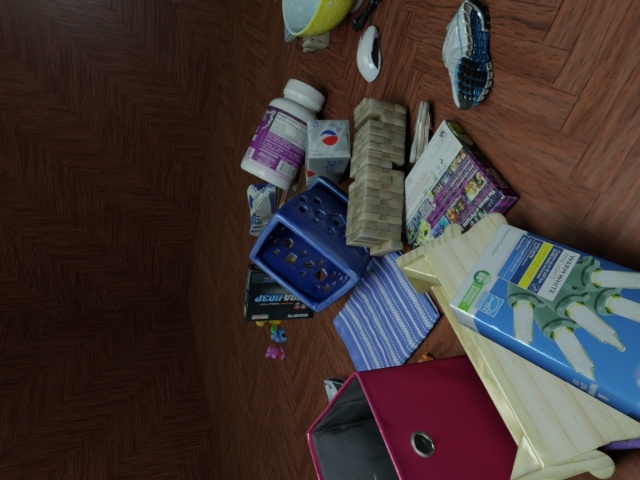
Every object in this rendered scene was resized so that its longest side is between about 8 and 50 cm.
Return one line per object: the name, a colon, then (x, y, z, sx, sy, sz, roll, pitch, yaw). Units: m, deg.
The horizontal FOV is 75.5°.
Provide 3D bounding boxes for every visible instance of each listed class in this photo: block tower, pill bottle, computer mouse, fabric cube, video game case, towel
block tower: (0.119, -0.141, 0.886, 0.091, 0.097, 0.335, 149, 126, -67)
pill bottle: (-0.106, -0.320, 1.253, 0.301, 0.169, 0.169, -63, 31, 4)
computer mouse: (0.113, -0.489, 1.020, 0.106, 0.042, 0.193, -16, 76, 61)
fabric cube: (0.164, 0.370, 0.686, 0.259, 0.258, 0.254, -65, 35, 41)
video game case: (0.232, -0.071, 0.785, 0.232, 0.042, 0.210, 117, 144, -42)
towel: (0.136, 0.187, 0.981, 0.243, 0.040, 0.336, 64, 143, 40)

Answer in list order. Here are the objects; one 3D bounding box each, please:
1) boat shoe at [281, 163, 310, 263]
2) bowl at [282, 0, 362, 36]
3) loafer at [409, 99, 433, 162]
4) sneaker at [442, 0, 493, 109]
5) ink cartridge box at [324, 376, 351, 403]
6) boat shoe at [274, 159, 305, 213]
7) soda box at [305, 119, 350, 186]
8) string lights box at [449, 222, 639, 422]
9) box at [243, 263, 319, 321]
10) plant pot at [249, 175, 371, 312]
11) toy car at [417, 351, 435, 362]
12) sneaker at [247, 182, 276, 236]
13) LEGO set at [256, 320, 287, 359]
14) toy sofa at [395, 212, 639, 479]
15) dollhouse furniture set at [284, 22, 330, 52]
boat shoe: (-0.062, -0.079, 1.285, 0.123, 0.116, 0.324, 28, 114, 60)
bowl: (0.027, -0.667, 1.063, 0.289, 0.156, 0.289, 1, 91, 63)
loafer: (0.211, -0.219, 0.843, 0.045, 0.039, 0.125, -54, -27, -79)
sneaker: (0.251, -0.316, 0.733, 0.083, 0.071, 0.190, 165, 112, -69)
ink cartridge box: (0.091, 0.455, 1.030, 0.208, 0.045, 0.206, -24, 77, 62)
boat shoe: (-0.118, -0.246, 1.388, 0.123, 0.123, 0.341, -4, 87, 63)
soda box: (0.011, -0.211, 1.047, 0.286, 0.098, 0.091, 124, 143, -84)
string lights box: (0.299, 0.092, 0.465, 0.260, 0.077, 0.133, 28, 78, 38)
box: (-0.123, 0.162, 1.293, 0.051, 0.220, 0.175, -135, 51, -61)
plant pot: (0.000, 0.000, 1.006, 0.236, 0.212, 0.236, 39, 142, -1)
toy car: (0.200, 0.281, 0.851, 0.122, 0.041, 0.060, -65, 36, 40)
sneaker: (-0.217, -0.165, 1.581, 0.315, 0.128, 0.182, -52, 48, 53)
LEGO set: (-0.200, 0.340, 1.585, 0.227, 0.093, 0.087, 65, 144, 40)
toy sofa: (0.270, 0.149, 0.598, 0.177, 0.150, 0.362, -30, 54, 12)
dollhouse furniture set: (-0.121, -0.733, 1.313, 0.303, 0.198, 0.286, 11, 100, 63)
